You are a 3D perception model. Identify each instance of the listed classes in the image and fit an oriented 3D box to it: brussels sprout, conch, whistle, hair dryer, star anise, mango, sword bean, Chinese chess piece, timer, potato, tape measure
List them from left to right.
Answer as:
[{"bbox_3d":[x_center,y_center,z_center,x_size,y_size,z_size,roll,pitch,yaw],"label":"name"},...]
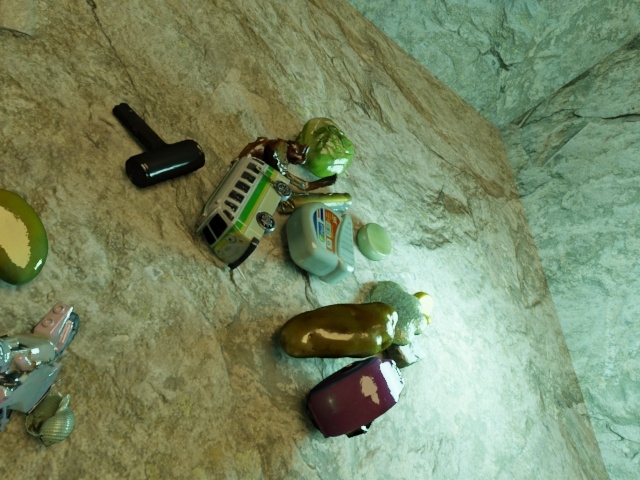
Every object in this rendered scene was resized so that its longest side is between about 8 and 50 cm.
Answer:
[{"bbox_3d":[-0.596,-0.008,0.872,0.130,0.091,0.195,-12,77,-49],"label":"mango"},{"bbox_3d":[-0.470,0.315,0.803,0.076,0.057,0.085,11,34,-12],"label":"conch"},{"bbox_3d":[-0.457,-0.260,1.207,0.251,0.089,0.197,47,42,5],"label":"hair dryer"},{"bbox_3d":[-0.151,-0.179,1.272,0.083,0.012,0.012,44,41,-2],"label":"sword bean"},{"bbox_3d":[-0.103,-0.246,1.448,0.346,0.148,0.237,15,10,-22],"label":"star anise"},{"bbox_3d":[-0.016,-0.131,1.551,0.326,0.057,0.068,-6,68,-46],"label":"whistle"},{"bbox_3d":[0.001,0.000,1.429,0.246,0.125,0.243,29,40,-31],"label":"tape measure"},{"bbox_3d":[0.010,-0.323,1.641,0.223,0.161,0.223,8,63,-15],"label":"brussels sprout"},{"bbox_3d":[0.052,0.252,1.254,0.369,0.177,0.195,-1,40,-35],"label":"potato"},{"bbox_3d":[0.094,0.395,1.170,0.245,0.231,0.149,-17,77,-45],"label":"tape measure"},{"bbox_3d":[0.196,0.006,1.667,0.144,0.058,0.144,25,50,-33],"label":"Chinese chess piece"},{"bbox_3d":[0.361,0.238,1.628,0.107,0.109,0.107,-12,111,-31],"label":"timer"}]

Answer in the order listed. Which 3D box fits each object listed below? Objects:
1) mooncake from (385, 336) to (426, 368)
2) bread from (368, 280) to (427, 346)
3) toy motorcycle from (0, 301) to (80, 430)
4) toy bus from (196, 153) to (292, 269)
[{"bbox_3d":[0.260,0.345,1.482,0.129,0.073,0.125,-8,66,-42],"label":"mooncake"},{"bbox_3d":[0.248,0.236,1.493,0.207,0.056,0.286,20,37,6],"label":"bread"},{"bbox_3d":[-0.492,0.190,0.747,0.108,0.204,0.239,8,51,-5],"label":"toy motorcycle"},{"bbox_3d":[-0.213,-0.091,1.266,0.179,0.143,0.305,37,44,-17],"label":"toy bus"}]
